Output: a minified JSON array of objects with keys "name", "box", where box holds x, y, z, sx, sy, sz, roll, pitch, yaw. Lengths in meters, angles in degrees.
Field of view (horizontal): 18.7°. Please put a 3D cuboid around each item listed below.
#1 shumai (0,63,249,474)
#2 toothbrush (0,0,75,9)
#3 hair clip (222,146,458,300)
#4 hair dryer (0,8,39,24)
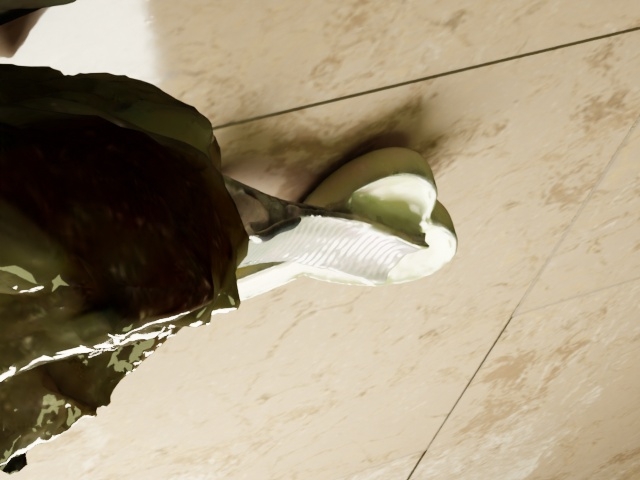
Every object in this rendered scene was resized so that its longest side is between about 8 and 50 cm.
[{"name":"shumai","box":[-0.160,-0.020,0.856,0.346,0.217,0.283,-12,166,-30]},{"name":"toothbrush","box":[-0.249,-0.103,0.780,0.307,0.030,0.025,1,160,-16]},{"name":"hair clip","box":[-0.002,0.000,1.294,0.218,0.071,0.159,6,143,-42]},{"name":"hair dryer","box":[-0.074,-0.148,0.842,0.284,0.156,0.320,-34,165,-10]}]
